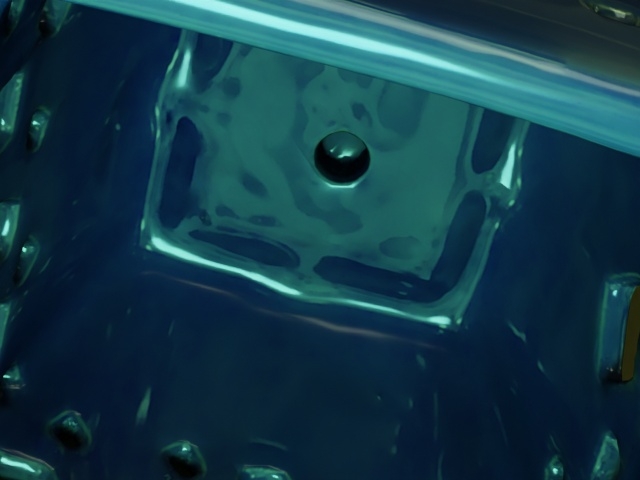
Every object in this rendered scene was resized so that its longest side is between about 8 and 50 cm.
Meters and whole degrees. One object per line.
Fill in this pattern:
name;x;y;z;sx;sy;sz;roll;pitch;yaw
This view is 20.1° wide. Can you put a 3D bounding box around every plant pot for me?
plant pot;0.000;0.000;0.570;0.236;0.236;0.212;14;28;-5

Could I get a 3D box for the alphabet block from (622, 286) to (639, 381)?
alphabet block;0.230;0.046;0.631;0.193;0.192;0.197;10;35;-13
